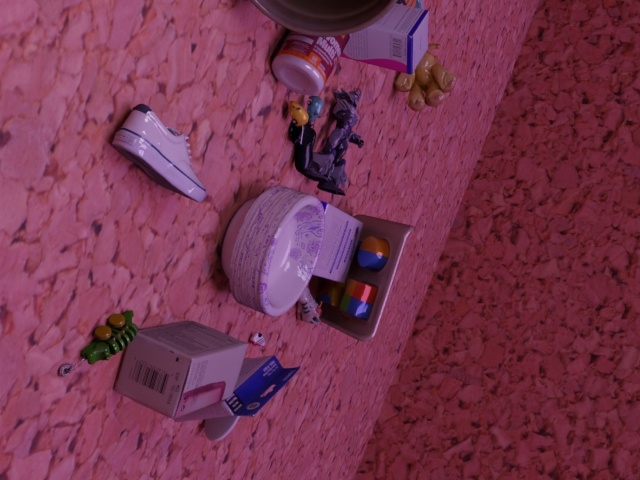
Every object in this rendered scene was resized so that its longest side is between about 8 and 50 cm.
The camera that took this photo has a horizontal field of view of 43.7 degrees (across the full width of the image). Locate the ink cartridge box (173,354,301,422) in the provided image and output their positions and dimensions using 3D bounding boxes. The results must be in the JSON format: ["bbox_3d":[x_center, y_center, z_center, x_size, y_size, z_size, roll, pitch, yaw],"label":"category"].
[{"bbox_3d":[-0.189,0.327,1.787,0.223,0.223,0.045,-37,112,-57],"label":"ink cartridge box"}]

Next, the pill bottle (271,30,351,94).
[{"bbox_3d":[-0.006,-0.431,1.710,0.221,0.121,0.121,-63,158,-19],"label":"pill bottle"}]

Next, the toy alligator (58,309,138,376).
[{"bbox_3d":[-0.377,0.187,1.407,0.190,0.051,0.056,-47,149,-47],"label":"toy alligator"}]

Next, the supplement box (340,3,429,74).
[{"bbox_3d":[0.133,-0.488,1.876,0.114,0.219,0.111,-58,157,-33],"label":"supplement box"}]

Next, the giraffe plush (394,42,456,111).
[{"bbox_3d":[0.322,-0.507,2.482,0.170,0.181,0.210,-11,84,-78],"label":"giraffe plush"}]

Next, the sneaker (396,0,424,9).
[{"bbox_3d":[0.188,-0.635,2.062,0.121,0.108,0.302,-61,149,-23],"label":"sneaker"}]

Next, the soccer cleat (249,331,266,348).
[{"bbox_3d":[-0.157,0.257,2.067,0.036,0.029,0.083,-65,155,-5],"label":"soccer cleat"}]

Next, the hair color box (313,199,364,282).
[{"bbox_3d":[0.000,0.000,2.131,0.339,0.110,0.185,23,85,-68],"label":"hair color box"}]

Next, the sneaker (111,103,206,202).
[{"bbox_3d":[-0.254,-0.143,1.368,0.091,0.094,0.258,-62,158,-10],"label":"sneaker"}]

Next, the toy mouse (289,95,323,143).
[{"bbox_3d":[-0.026,-0.327,1.831,0.143,0.031,0.161,-55,136,-41],"label":"toy mouse"}]

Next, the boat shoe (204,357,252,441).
[{"bbox_3d":[-0.210,0.404,1.987,0.228,0.079,0.081,-63,154,-29],"label":"boat shoe"}]

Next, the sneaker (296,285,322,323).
[{"bbox_3d":[-0.028,0.177,2.257,0.057,0.075,0.161,-54,154,-39],"label":"sneaker"}]

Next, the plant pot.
[{"bbox_3d":[0.023,-0.578,1.449,0.280,0.322,0.323,-72,167,-47],"label":"plant pot"}]

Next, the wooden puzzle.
[{"bbox_3d":[0.102,0.090,2.301,0.080,0.322,0.348,24,87,-27],"label":"wooden puzzle"}]

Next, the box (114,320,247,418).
[{"bbox_3d":[-0.273,0.251,1.592,0.232,0.148,0.127,2,107,-68],"label":"box"}]

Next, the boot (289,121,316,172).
[{"bbox_3d":[-0.046,-0.229,1.897,0.099,0.045,0.121,31,72,-72],"label":"boot"}]

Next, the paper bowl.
[{"bbox_3d":[-0.115,0.016,1.788,0.284,0.148,0.284,-53,154,-40],"label":"paper bowl"}]

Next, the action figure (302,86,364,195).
[{"bbox_3d":[0.054,-0.267,2.050,0.185,0.099,0.285,44,63,-58],"label":"action figure"}]
